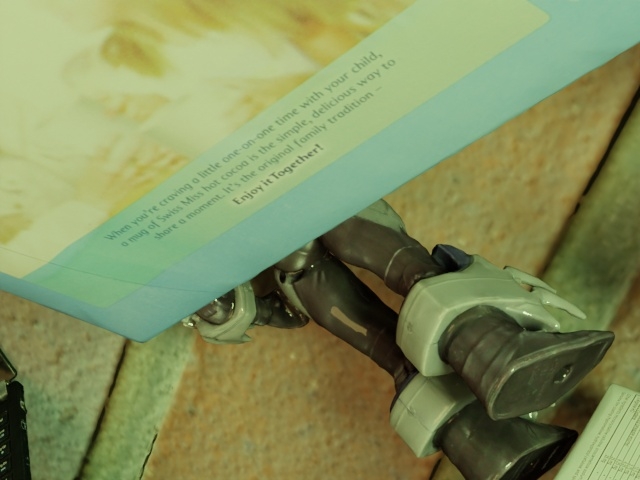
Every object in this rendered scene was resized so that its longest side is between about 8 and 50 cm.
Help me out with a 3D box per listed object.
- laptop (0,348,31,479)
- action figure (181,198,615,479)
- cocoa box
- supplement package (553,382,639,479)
[{"bbox_3d":[-0.304,0.136,0.780,0.234,0.264,0.136,-35,128,11],"label":"laptop"},{"bbox_3d":[0.000,0.000,0.631,0.285,0.099,0.185,41,132,27],"label":"action figure"},{"bbox_3d":[-0.038,-0.155,0.433,0.347,0.231,0.227,-31,49,35],"label":"cocoa box"},{"bbox_3d":[0.178,0.207,0.569,0.203,0.149,0.194,20,127,21],"label":"supplement package"}]
